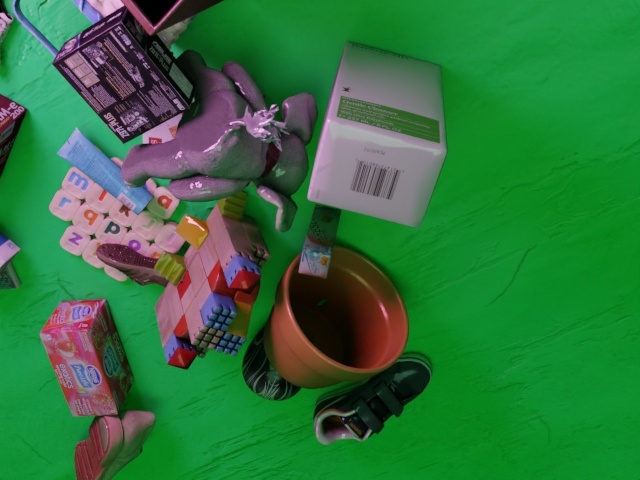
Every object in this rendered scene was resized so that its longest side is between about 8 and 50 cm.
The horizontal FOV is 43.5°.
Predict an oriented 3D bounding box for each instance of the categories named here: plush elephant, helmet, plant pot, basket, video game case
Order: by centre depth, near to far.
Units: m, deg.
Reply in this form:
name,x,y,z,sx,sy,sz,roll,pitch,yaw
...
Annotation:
name,x,y,z,sx,sy,sz,roll,pitch,yaw
basket,-0.360,-0.394,1.409,0.289,0.201,0.255,-33,111,16
plush elephant,-0.133,-0.162,1.439,0.330,0.272,0.255,12,165,36
plant pot,0.012,0.183,1.685,0.291,0.291,0.203,31,137,-11
helmet,-0.100,0.284,1.823,0.169,0.169,0.162,23,105,-6
video game case,-0.784,0.049,1.850,0.143,0.019,0.157,-6,119,11

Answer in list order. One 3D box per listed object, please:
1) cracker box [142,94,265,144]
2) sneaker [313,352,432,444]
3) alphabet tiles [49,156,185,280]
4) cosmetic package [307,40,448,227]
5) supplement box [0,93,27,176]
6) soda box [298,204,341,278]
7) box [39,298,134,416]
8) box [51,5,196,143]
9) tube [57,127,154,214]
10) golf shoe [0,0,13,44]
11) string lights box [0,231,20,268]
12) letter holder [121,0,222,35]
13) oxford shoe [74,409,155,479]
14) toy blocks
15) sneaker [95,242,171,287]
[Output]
name,x,y,z,sx,sy,sz,roll,pitch,yaw
cracker box,-0.231,-0.218,1.579,0.232,0.067,0.156,8,121,4
sneaker,0.122,0.382,1.864,0.321,0.127,0.126,-33,110,23
alphabet tiles,-0.438,-0.042,1.744,0.284,0.021,0.278,33,120,-12
cosmetic package,0.101,-0.192,1.372,0.197,0.365,0.155,13,124,-3
supplement box,-0.691,-0.169,1.638,0.073,0.130,0.239,29,122,-10
soda box,0.000,0.000,1.611,0.058,0.183,0.063,12,121,0
box,-0.545,0.278,1.892,0.122,0.128,0.257,-4,120,11
box,-0.319,-0.272,1.323,0.147,0.077,0.180,-24,125,22
tube,-0.439,-0.136,1.648,0.207,0.052,0.080,40,114,-10
golf shoe,-0.627,-0.402,1.523,0.086,0.067,0.186,5,122,3
string lights box,-0.810,-0.013,1.764,0.259,0.077,0.133,42,115,-10
letter holder,-0.174,-0.474,1.241,0.214,0.302,0.152,-33,102,33
oxford shoe,-0.530,0.552,2.055,0.146,0.140,0.397,-4,150,-35
toy blocks,-0.216,0.118,1.633,0.190,0.261,0.381,21,114,-31
sneaker,-0.403,0.067,1.754,0.188,0.066,0.071,18,123,-3
